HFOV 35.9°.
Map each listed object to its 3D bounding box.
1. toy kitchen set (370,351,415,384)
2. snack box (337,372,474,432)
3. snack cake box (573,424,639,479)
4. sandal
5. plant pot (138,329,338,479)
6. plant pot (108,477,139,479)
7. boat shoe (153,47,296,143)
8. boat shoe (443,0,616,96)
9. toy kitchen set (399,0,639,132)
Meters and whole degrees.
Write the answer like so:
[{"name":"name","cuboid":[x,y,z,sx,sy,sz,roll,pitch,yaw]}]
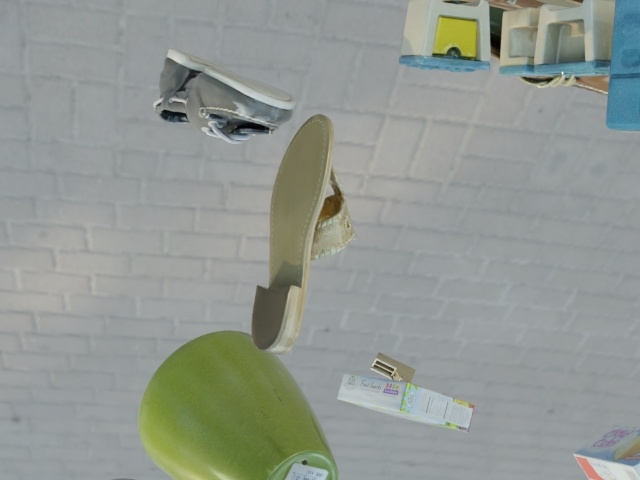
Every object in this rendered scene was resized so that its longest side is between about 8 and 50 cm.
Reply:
[{"name":"toy kitchen set","cuboid":[0.113,0.260,1.739,0.075,0.083,0.068,26,136,3]},{"name":"snack box","cuboid":[0.098,0.190,1.167,0.100,0.037,0.141,23,167,-26]},{"name":"snack cake box","cuboid":[0.493,0.368,1.479,0.089,0.152,0.264,-33,176,-8]},{"name":"sandal","cuboid":[-0.004,0.000,0.998,0.079,0.240,0.088,16,174,-34]},{"name":"plant pot","cuboid":[-0.107,0.323,1.567,0.274,0.293,0.275,-12,113,-29]},{"name":"plant pot","cuboid":[-0.175,0.336,0.996,0.215,0.230,0.215,-8,107,-26]},{"name":"boat shoe","cuboid":[-0.120,-0.157,1.175,0.112,0.335,0.096,15,100,-27]},{"name":"boat shoe","cuboid":[0.259,-0.228,1.134,0.324,0.120,0.122,25,148,-4]},{"name":"toy kitchen set","cuboid":[0.196,-0.162,0.898,0.166,0.122,0.207,-1,-174,-30]}]
